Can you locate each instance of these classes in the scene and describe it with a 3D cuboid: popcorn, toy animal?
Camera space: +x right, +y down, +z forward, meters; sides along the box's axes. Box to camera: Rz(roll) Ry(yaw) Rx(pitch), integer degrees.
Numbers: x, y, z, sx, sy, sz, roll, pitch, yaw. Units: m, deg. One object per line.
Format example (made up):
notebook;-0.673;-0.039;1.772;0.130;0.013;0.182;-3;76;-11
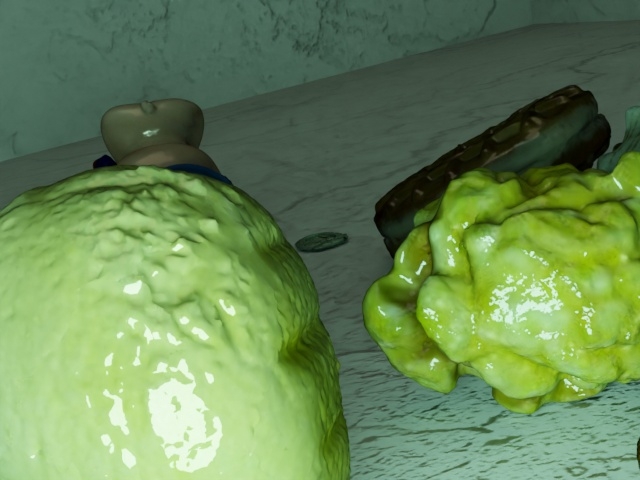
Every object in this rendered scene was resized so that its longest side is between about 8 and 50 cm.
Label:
popcorn;0.188;0.031;1.017;0.250;0.235;0.242;-24;27;48
toy animal;-0.263;-0.127;1.950;0.209;0.221;0.229;-10;13;-4

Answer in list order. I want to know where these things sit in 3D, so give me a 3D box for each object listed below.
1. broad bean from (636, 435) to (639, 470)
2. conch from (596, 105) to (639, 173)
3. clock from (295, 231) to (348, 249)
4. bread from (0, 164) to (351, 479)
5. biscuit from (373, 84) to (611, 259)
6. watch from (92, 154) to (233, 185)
broad bean;0.254;0.165;0.774;0.077;0.061;0.339;3;17;9
conch;0.401;-0.071;1.335;0.169;0.203;0.386;25;0;1
clock;0.000;0.000;1.692;0.074;0.010;0.083;-18;15;-24
bread;-0.100;0.095;0.825;0.237;0.321;0.320;-2;16;8
biscuit;0.213;-0.081;1.470;0.332;0.103;0.332;-31;2;1
watch;-0.202;-0.020;1.571;0.200;0.196;0.171;-17;23;7
